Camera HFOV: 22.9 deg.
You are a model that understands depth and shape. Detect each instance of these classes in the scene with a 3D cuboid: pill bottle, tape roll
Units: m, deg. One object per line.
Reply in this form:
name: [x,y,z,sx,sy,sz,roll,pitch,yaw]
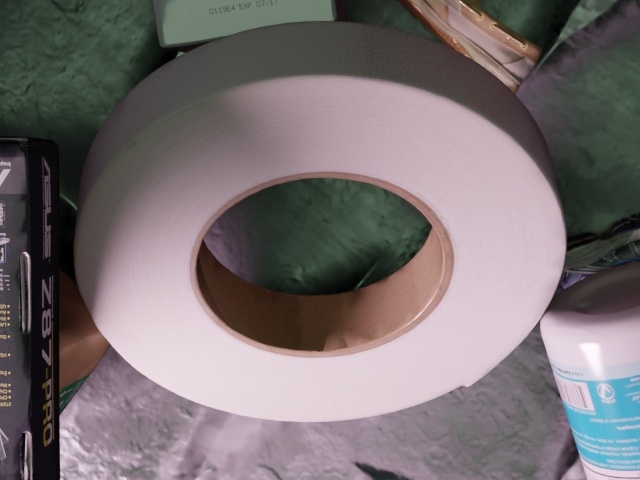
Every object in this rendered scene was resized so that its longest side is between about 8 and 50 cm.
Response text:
pill bottle: [0.286,0.159,1.316,0.146,0.146,0.264,-18,106,5]
tape roll: [0.000,0.000,1.261,0.392,0.072,0.392,-2,134,-2]

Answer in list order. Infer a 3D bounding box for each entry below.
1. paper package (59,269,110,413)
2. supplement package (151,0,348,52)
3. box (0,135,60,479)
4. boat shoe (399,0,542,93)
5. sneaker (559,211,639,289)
paper package: [-0.349,0.057,1.276,0.309,0.325,0.168,40,95,1]
supplement package: [-0.055,-0.225,1.275,0.139,0.244,0.134,-8,94,4]
box: [-0.377,0.086,1.071,0.395,0.097,0.318,0,92,3]
boat shoe: [0.119,-0.200,1.359,0.170,0.063,0.059,42,93,-9]
sneaker: [0.267,0.013,1.372,0.135,0.052,0.058,-18,102,13]
